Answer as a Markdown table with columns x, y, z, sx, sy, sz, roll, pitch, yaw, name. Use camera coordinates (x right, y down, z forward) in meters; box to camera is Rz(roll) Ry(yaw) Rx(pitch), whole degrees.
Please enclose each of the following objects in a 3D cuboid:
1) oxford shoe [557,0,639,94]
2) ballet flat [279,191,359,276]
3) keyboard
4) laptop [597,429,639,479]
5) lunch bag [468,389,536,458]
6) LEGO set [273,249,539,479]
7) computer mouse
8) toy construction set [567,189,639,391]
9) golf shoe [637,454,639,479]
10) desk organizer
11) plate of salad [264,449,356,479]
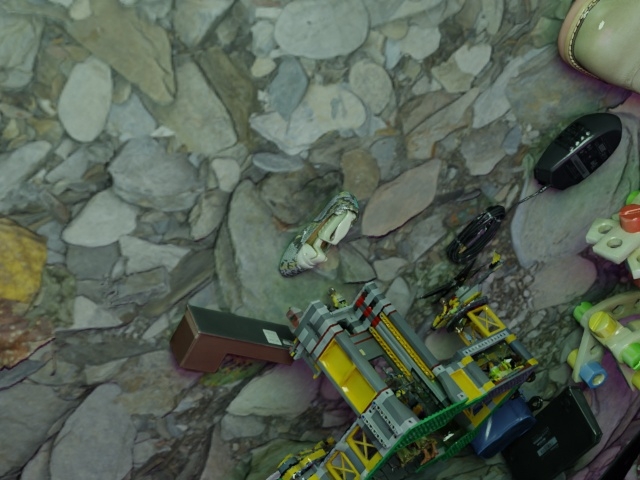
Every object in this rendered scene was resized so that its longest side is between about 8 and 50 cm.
| x | y | z | sx | sy | sz | roll | pitch | yaw | name |
| --- | --- | --- | --- | --- | --- | --- | --- | --- | --- |
| 0.433 | -0.194 | 1.072 | 0.396 | 0.146 | 0.141 | 0 | 124 | -26 | oxford shoe |
| 0.000 | 0.000 | 1.059 | 0.041 | 0.041 | 0.114 | 31 | 105 | -39 | ballet flat |
| 0.296 | 0.254 | 1.336 | 0.023 | 0.108 | 0.180 | -6 | 146 | -32 | keyboard |
| 0.200 | 0.351 | 1.303 | 0.407 | 0.236 | 0.382 | 6 | 150 | 9 | laptop |
| 0.227 | 0.228 | 1.317 | 0.098 | 0.065 | 0.067 | -39 | 151 | 6 | lunch bag |
| 0.068 | 0.149 | 1.128 | 0.331 | 0.192 | 0.255 | -21 | 152 | -37 | LEGO set |
| 0.235 | -0.062 | 1.144 | 0.242 | 0.041 | 0.071 | -38 | 148 | 9 | computer mouse |
| 0.392 | 0.041 | 1.229 | 0.215 | 0.151 | 0.328 | -28 | 141 | -7 | toy construction set |
| 0.560 | 0.274 | 1.496 | 0.140 | 0.115 | 0.306 | -26 | 144 | -23 | golf shoe |
| -0.091 | 0.113 | 1.088 | 0.130 | 0.047 | 0.050 | 15 | 116 | -34 | desk organizer |
| -0.037 | 0.333 | 1.270 | 0.199 | 0.048 | 0.200 | -22 | 135 | -24 | plate of salad |
